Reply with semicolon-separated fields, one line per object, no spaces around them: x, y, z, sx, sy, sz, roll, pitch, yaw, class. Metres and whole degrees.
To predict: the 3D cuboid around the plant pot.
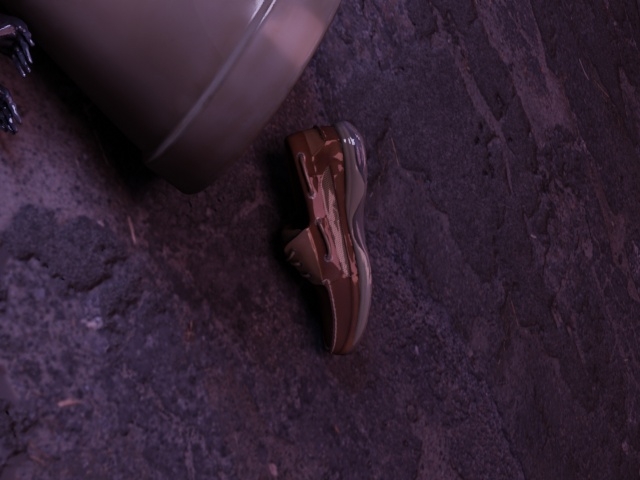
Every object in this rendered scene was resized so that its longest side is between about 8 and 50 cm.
-0.173;-0.256;0.916;0.280;0.323;0.323;32;59;-19;plant pot

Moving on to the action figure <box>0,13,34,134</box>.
-0.381;-0.151;0.745;0.141;0.164;0.275;43;29;22;action figure

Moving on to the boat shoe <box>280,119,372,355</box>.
0.000;0.000;1.182;0.116;0.123;0.325;-5;97;-14;boat shoe
